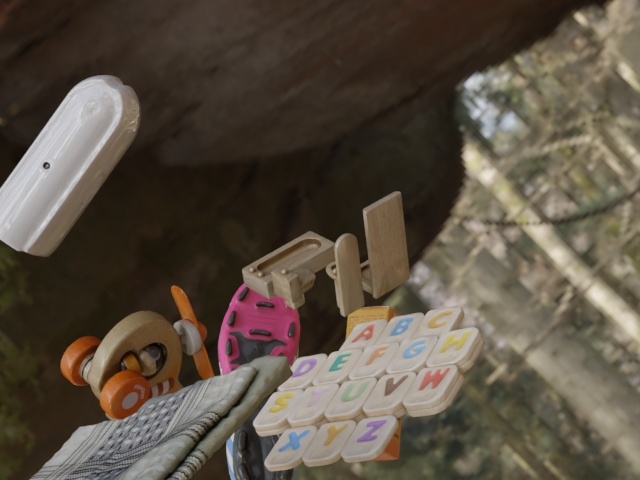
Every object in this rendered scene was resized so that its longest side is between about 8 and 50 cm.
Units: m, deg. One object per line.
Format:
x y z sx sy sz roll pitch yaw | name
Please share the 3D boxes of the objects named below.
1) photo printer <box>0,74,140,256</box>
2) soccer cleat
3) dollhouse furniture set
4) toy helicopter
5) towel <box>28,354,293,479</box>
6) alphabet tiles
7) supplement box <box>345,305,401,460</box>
-0.395 -0.122 2.228 0.307 0.107 0.256 -55 1 -4 | photo printer
-0.090 0.218 2.000 0.143 0.116 0.331 104 167 -68 | soccer cleat
0.000 0.000 1.705 0.144 0.151 0.123 -29 -52 -31 | dollhouse furniture set
-0.263 0.231 2.399 0.235 0.140 0.355 -47 -36 -13 | toy helicopter
-0.212 0.229 1.370 0.312 0.056 0.324 -27 10 45 | towel
0.053 0.168 1.665 0.284 0.021 0.278 -14 26 38 | alphabet tiles
0.083 0.223 2.212 0.080 0.233 0.078 -9 -25 26 | supplement box
